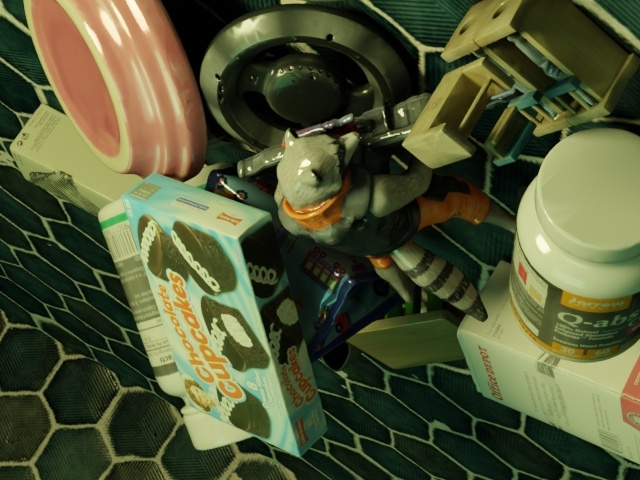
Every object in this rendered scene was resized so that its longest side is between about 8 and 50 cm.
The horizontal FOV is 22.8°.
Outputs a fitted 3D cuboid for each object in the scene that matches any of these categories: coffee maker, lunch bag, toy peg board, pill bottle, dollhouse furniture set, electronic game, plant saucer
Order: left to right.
[{"bbox_3d":[-0.248,-0.207,1.820,0.332,0.084,0.332,48,155,32],"label":"plant saucer"},{"bbox_3d":[-0.155,0.091,2.184,0.204,0.204,0.361,-15,95,65],"label":"pill bottle"},{"bbox_3d":[-0.125,-0.179,1.851,0.171,0.120,0.178,44,157,-28],"label":"coffee maker"},{"bbox_3d":[-0.016,-0.165,1.702,0.229,0.048,0.229,4,140,3],"label":"electronic game"},{"bbox_3d":[0.000,0.000,1.945,0.221,0.293,0.138,39,119,17],"label":"lunch bag"},{"bbox_3d":[0.135,0.108,2.175,0.161,0.079,0.160,-11,154,29],"label":"toy peg board"},{"bbox_3d":[0.169,-0.121,1.440,0.129,0.184,0.129,38,160,-15],"label":"dollhouse furniture set"},{"bbox_3d":[0.278,0.007,1.617,0.162,0.162,0.278,27,161,15],"label":"pill bottle"}]

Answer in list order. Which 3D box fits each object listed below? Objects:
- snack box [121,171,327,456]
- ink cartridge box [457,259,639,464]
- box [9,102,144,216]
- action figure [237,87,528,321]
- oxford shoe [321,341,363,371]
[{"bbox_3d":[-0.107,0.087,1.812,0.187,0.060,0.322,19,137,38],"label":"snack box"},{"bbox_3d":[0.331,0.159,1.963,0.283,0.117,0.207,22,158,26],"label":"ink cartridge box"},{"bbox_3d":[-0.327,-0.094,2.402,0.275,0.094,0.113,27,160,17],"label":"box"},{"bbox_3d":[0.094,-0.044,1.660,0.341,0.179,0.330,-21,150,38],"label":"action figure"},{"bbox_3d":[0.009,0.066,2.212,0.130,0.133,0.364,20,157,31],"label":"oxford shoe"}]
